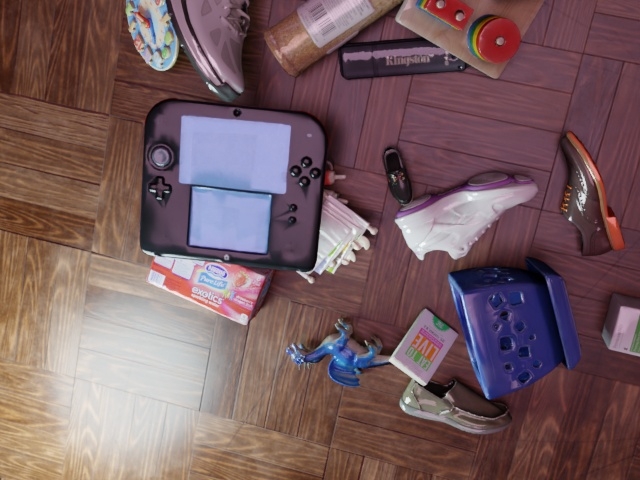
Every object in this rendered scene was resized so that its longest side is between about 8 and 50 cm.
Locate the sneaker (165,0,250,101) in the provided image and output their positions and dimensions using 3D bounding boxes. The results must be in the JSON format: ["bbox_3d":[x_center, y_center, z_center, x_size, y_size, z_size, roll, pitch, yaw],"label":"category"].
[{"bbox_3d":[-0.177,-0.523,1.546,0.258,0.169,0.447,-20,80,11],"label":"sneaker"}]

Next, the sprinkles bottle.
[{"bbox_3d":[0.055,-0.483,1.569,0.355,0.121,0.121,-32,94,14],"label":"sprinkles bottle"}]

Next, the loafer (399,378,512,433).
[{"bbox_3d":[0.305,0.364,1.699,0.251,0.094,0.087,10,106,8],"label":"loafer"}]

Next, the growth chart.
[{"bbox_3d":[0.000,0.000,1.683,0.172,0.021,0.237,43,123,-9],"label":"growth chart"}]

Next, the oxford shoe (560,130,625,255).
[{"bbox_3d":[0.541,-0.092,1.573,0.098,0.097,0.271,-20,97,19],"label":"oxford shoe"}]

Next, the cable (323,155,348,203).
[{"bbox_3d":[-0.077,-0.121,1.685,0.287,0.072,0.139,3,105,8],"label":"cable"}]

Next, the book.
[{"bbox_3d":[0.230,0.236,1.681,0.096,0.035,0.144,37,63,1],"label":"book"}]

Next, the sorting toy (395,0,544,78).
[{"bbox_3d":[0.324,-0.481,1.479,0.255,0.089,0.257,24,105,-21],"label":"sorting toy"}]

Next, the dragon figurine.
[{"bbox_3d":[0.069,0.277,1.730,0.289,0.085,0.144,26,104,5],"label":"dragon figurine"}]

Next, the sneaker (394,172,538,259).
[{"bbox_3d":[0.321,-0.050,1.622,0.305,0.114,0.152,-18,105,21],"label":"sneaker"}]

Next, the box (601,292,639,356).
[{"bbox_3d":[0.653,0.177,1.598,0.087,0.102,0.101,12,104,10],"label":"box"}]

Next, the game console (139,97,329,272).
[{"bbox_3d":[-0.185,-0.115,1.603,0.387,0.060,0.341,6,98,3],"label":"game console"}]

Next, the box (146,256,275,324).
[{"bbox_3d":[-0.245,0.074,1.728,0.257,0.122,0.128,23,104,5],"label":"box"}]

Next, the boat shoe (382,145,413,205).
[{"bbox_3d":[0.164,-0.139,1.631,0.049,0.042,0.133,-18,74,12],"label":"boat shoe"}]

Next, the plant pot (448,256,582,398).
[{"bbox_3d":[0.404,0.166,1.581,0.212,0.236,0.235,-16,97,6],"label":"plant pot"}]

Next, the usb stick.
[{"bbox_3d":[0.176,-0.387,1.604,0.278,0.045,0.077,-2,104,10],"label":"usb stick"}]

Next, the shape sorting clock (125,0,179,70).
[{"bbox_3d":[-0.365,-0.469,1.634,0.040,0.206,0.206,-25,97,-31],"label":"shape sorting clock"}]
